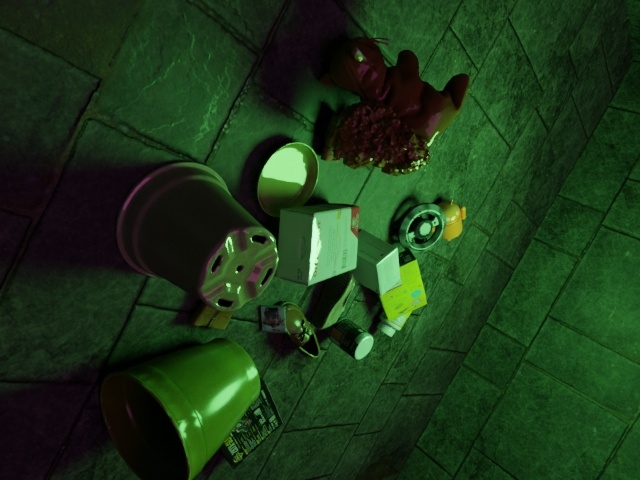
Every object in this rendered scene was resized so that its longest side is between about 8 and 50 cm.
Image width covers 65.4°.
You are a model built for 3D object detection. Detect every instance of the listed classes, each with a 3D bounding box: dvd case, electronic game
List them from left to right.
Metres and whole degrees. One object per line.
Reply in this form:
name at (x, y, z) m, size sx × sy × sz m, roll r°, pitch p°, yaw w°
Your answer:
dvd case at (-0.164, 0.275, 1.745) m, size 0.013 × 0.087 × 0.119 m, roll -85°, pitch 177°, yaw -55°
electronic game at (0.429, -0.050, 2.101) m, size 0.230 × 0.048 × 0.229 m, roll -10°, pitch 118°, yaw -20°

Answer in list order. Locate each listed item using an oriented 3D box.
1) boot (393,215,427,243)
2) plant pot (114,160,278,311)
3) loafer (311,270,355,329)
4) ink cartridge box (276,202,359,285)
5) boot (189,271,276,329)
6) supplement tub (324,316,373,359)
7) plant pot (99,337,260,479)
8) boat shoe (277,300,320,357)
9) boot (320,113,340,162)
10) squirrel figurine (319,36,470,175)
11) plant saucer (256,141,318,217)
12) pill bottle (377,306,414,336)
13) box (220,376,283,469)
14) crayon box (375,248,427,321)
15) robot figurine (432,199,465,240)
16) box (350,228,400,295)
boot at (0.381, -0.026, 2.156) m, size 0.137 × 0.077 × 0.197 m, roll -36°, pitch 124°, yaw -20°
plant pot at (-0.281, 0.008, 1.238) m, size 0.334 × 0.306 × 0.333 m, roll -27°, pitch 132°, yaw -34°
loafer at (0.057, 0.227, 1.942) m, size 0.092 × 0.102 × 0.268 m, roll 8°, pitch 117°, yaw -52°
ink cartridge box at (0.000, 0.000, 1.608) m, size 0.306 × 0.131 × 0.225 m, roll -11°, pitch 108°, yaw -57°
boot at (-0.241, 0.166, 1.565) m, size 0.264 × 0.096 × 0.280 m, roll 16°, pitch 104°, yaw -55°
supplement tub at (0.111, 0.388, 2.027) m, size 0.117 × 0.190 × 0.116 m, roll -27°, pitch 133°, yaw -33°
plant pot at (-0.375, 0.464, 1.451) m, size 0.353 × 0.367 × 0.366 m, roll -27°, pitch 134°, yaw -51°
boat shoe at (-0.073, 0.335, 1.856) m, size 0.111 × 0.104 × 0.307 m, roll -45°, pitch 140°, yaw -14°
boot at (0.084, -0.325, 1.619) m, size 0.197 × 0.073 × 0.152 m, roll -1°, pitch 118°, yaw -41°
squirrel figurine at (0.176, -0.394, 1.447) m, size 0.371 × 0.281 × 0.396 m, roll 31°, pitch 68°, yaw -26°
plant saucer at (-0.105, -0.188, 1.521) m, size 0.241 × 0.037 × 0.240 m, roll -28°, pitch 133°, yaw -35°
pill bottle at (0.353, 0.335, 2.321) m, size 0.214 × 0.117 × 0.117 m, roll -58°, pitch 143°, yaw -1°
box at (-0.288, 0.680, 1.877) m, size 0.257 × 0.079 × 0.321 m, roll -37°, pitch 137°, yaw -24°
crayon box at (0.337, 0.201, 2.168) m, size 0.202 × 0.081 × 0.318 m, roll -24°, pitch 132°, yaw -2°
robot figurine at (0.578, -0.091, 2.276) m, size 0.219 × 0.158 × 0.128 m, roll 64°, pitch 36°, yaw -48°
box at (0.198, 0.084, 1.925) m, size 0.119 × 0.181 × 0.181 m, roll -39°, pitch 138°, yaw -25°
